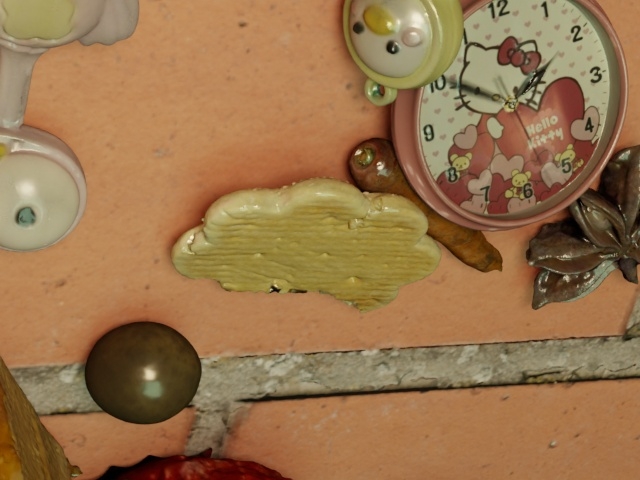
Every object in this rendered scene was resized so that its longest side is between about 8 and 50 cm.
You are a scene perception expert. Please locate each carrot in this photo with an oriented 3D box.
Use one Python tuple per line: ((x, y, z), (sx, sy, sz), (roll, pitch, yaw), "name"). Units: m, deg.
((0.108, -0.028, 1.198), (0.059, 0.059, 0.248), (-44, 134, 11), "carrot")

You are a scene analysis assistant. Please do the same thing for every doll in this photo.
((-0.234, -0.121, 0.942), (0.160, 0.094, 0.365), (7, 121, -26), "doll")
((0.082, -0.233, 0.973), (0.117, 0.141, 0.296), (-29, 143, -54), "doll")

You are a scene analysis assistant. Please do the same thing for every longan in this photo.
((-0.169, 0.126, 1.166), (0.106, 0.106, 0.119), (6, 164, -29), "longan")

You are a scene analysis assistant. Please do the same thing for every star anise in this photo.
((0.305, -0.020, 1.284), (0.212, 0.073, 0.197), (-10, 132, -21), "star anise")

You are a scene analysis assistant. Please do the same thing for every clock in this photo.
((0.174, -0.124, 1.131), (0.244, 0.056, 0.244), (-8, 111, -21), "clock")

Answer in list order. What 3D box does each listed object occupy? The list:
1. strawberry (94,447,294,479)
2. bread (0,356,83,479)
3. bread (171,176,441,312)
((-0.099, 0.370, 1.245), (0.291, 0.310, 0.292), (-16, 132, -19), "strawberry")
((-0.355, 0.272, 1.072), (0.279, 0.279, 0.207), (-23, 134, -3), "bread")
((0.000, 0.000, 1.137), (0.250, 0.039, 0.182), (12, 142, -31), "bread")
